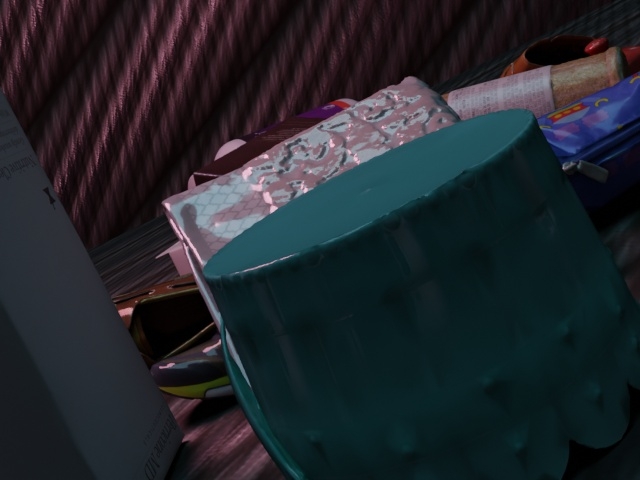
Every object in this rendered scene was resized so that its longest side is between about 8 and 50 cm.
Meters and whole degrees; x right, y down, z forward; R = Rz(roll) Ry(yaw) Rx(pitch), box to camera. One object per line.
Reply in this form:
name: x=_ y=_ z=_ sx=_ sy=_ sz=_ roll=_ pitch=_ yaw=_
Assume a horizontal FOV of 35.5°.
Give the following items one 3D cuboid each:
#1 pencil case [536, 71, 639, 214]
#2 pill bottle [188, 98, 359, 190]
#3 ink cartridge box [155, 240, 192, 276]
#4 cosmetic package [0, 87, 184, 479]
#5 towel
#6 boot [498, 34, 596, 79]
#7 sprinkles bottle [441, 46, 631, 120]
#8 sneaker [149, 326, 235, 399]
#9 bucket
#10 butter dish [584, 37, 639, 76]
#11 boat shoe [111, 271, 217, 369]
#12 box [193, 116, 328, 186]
pencil case: x=0.327 y=-0.114 z=1.014 sx=0.306 sy=0.119 sz=0.133 roll=-27 pitch=3 yaw=-5
pill bottle: x=-0.050 y=-0.108 z=1.674 sx=0.323 sy=0.181 sz=0.181 roll=-25 pitch=9 yaw=-26
ink cartridge box: x=-0.188 y=0.013 z=1.799 sx=0.198 sy=0.067 sz=0.115 roll=-17 pitch=13 yaw=36
cosmetic package: x=-0.278 y=0.070 z=0.823 sx=0.156 sy=0.385 sz=0.217 roll=-26 pitch=12 yaw=9
towel: x=0.033 y=-0.009 z=0.942 sx=0.317 sy=0.053 sz=0.332 roll=-27 pitch=43 yaw=-6
boot: x=0.279 y=-0.208 z=1.516 sx=0.283 sy=0.109 sz=0.220 roll=-15 pitch=-15 yaw=-14
sprinkles bottle: x=0.229 y=-0.152 z=1.315 sx=0.355 sy=0.121 sz=0.121 roll=-13 pitch=14 yaw=23
sneaker: x=-0.048 y=0.063 z=1.035 sx=0.300 sy=0.121 sz=0.111 roll=-29 pitch=10 yaw=-15
bucket: x=0.066 y=0.045 z=0.670 sx=0.281 sy=0.183 sz=0.281 roll=-25 pitch=10 yaw=5
butter dish: x=0.405 y=-0.225 z=1.394 sx=0.160 sy=0.118 sz=0.160 roll=-30 pitch=10 yaw=-24
boat shoe: x=-0.244 y=0.117 z=1.277 sx=0.307 sy=0.110 sz=0.104 roll=-29 pitch=9 yaw=-16
box: x=-0.013 y=-0.038 z=1.201 sx=0.167 sy=0.168 sz=0.203 roll=9 pitch=30 yaw=34
